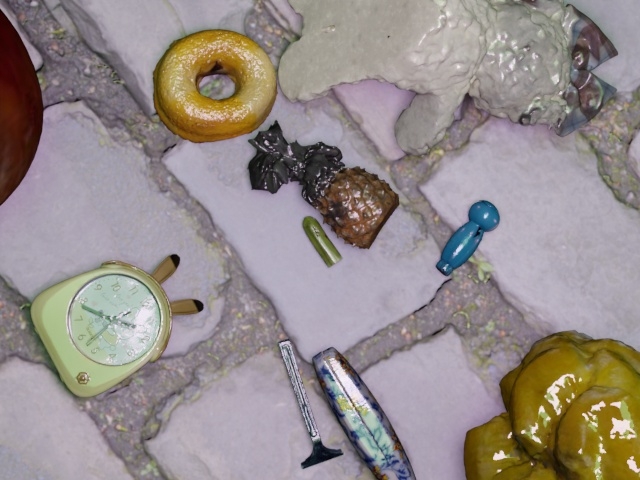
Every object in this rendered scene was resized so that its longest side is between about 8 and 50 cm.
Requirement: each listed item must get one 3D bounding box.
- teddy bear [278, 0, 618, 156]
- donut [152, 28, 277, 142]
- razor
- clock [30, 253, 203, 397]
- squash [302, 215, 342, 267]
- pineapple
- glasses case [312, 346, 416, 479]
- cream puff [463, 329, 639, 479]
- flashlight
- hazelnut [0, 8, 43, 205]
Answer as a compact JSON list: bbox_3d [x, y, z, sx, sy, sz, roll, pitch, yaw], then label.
[{"bbox_3d":[0.192,-0.280,1.951,0.362,0.375,0.327,14,80,-46],"label":"teddy bear"},{"bbox_3d":[-0.156,-0.233,1.926,0.190,0.074,0.174,7,83,-5],"label":"donut"},{"bbox_3d":[-0.024,0.237,1.912,0.066,0.033,0.190,-17,86,-7],"label":"razor"},{"bbox_3d":[-0.289,0.112,1.883,0.232,0.069,0.170,-27,87,-8],"label":"clock"},{"bbox_3d":[0.000,0.000,1.940,0.027,0.027,0.083,-35,88,-7],"label":"squash"},{"bbox_3d":[-0.003,-0.087,1.909,0.237,0.119,0.111,34,126,3],"label":"pineapple"},{"bbox_3d":[0.066,0.268,1.889,0.065,0.087,0.248,-30,87,-3],"label":"glasses case"},{"bbox_3d":[0.341,0.321,1.776,0.276,0.378,0.378,-15,86,-28],"label":"cream puff"},{"bbox_3d":[0.219,-0.004,1.952,0.051,0.051,0.129,41,86,0],"label":"flashlight"},{"bbox_3d":[-0.587,-0.179,1.760,0.421,0.352,0.420,-8,119,-14],"label":"hazelnut"}]
